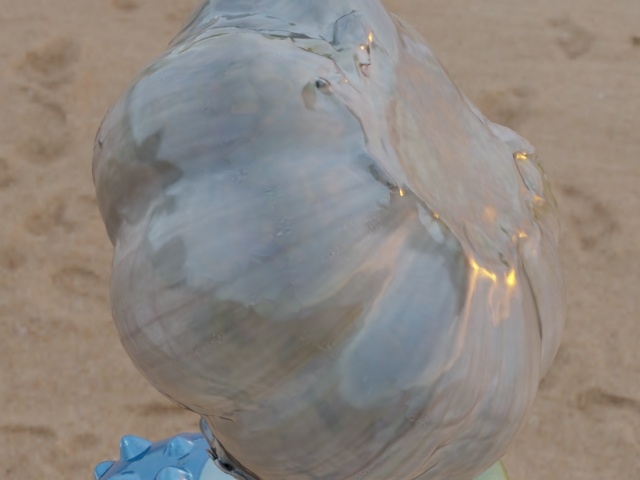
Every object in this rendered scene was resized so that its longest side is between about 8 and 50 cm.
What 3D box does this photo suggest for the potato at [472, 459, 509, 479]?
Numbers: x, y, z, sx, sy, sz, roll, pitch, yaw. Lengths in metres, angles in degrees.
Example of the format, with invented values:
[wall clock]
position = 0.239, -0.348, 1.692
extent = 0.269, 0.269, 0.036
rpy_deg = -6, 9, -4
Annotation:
[potato]
position = 0.078, 0.228, 1.025
extent = 0.188, 0.085, 0.105
rpy_deg = -48, 21, -18

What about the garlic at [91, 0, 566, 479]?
[garlic]
position = 0.001, 0.004, 0.553
extent = 0.152, 0.227, 0.228
rpy_deg = -24, 14, 37

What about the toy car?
[toy car]
position = -0.128, 0.273, 1.330
extent = 0.255, 0.190, 0.188
rpy_deg = -11, 52, 29
